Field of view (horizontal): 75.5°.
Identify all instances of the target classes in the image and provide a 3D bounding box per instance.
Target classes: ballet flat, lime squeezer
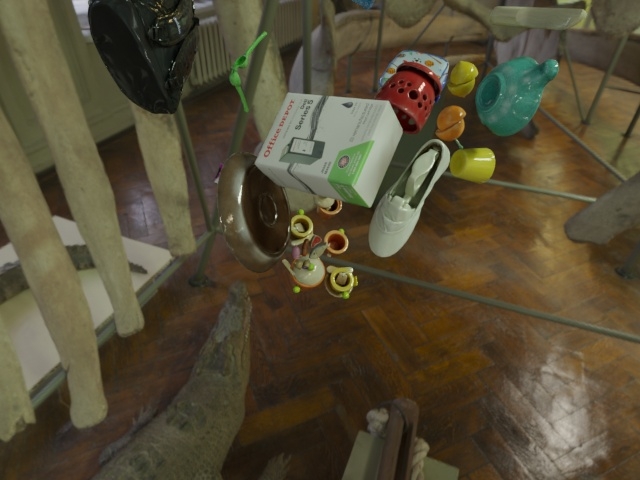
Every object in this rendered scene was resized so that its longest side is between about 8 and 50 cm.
[{"bbox_3d":[0.259,-0.139,1.250,0.139,0.139,0.400,30,86,32],"label":"ballet flat"},{"bbox_3d":[-0.292,-0.659,1.608,0.109,0.311,0.059,6,29,-27],"label":"lime squeezer"}]

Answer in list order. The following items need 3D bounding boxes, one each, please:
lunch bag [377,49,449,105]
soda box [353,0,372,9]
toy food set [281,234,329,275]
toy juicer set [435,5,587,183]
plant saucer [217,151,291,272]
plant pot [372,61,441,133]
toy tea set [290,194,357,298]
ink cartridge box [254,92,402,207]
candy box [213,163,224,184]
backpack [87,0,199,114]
[{"bbox_3d":[0.370,-0.620,1.637,0.243,0.115,0.303,23,61,15],"label":"lunch bag"},{"bbox_3d":[0.107,-0.940,1.524,0.210,0.067,0.071,31,39,-1],"label":"soda box"},{"bbox_3d":[-0.035,0.031,1.032,0.122,0.078,0.019,-43,33,-14],"label":"toy food set"},{"bbox_3d":[0.324,-0.283,0.752,0.089,0.329,0.209,2,49,-19],"label":"toy juicer set"},{"bbox_3d":[-0.149,-0.074,1.048,0.050,0.311,0.311,-8,33,23],"label":"plant saucer"},{"bbox_3d":[0.290,-0.479,1.377,0.191,0.191,0.174,29,87,31],"label":"plant pot"},{"bbox_3d":[0.000,0.000,1.175,0.199,0.124,0.336,-3,69,-14],"label":"toy tea set"},{"bbox_3d":[0.014,-0.209,0.928,0.272,0.115,0.198,17,79,32],"label":"ink cartridge box"},{"bbox_3d":[-0.245,-0.182,1.415,0.159,0.071,0.233,22,2,7],"label":"candy box"},{"bbox_3d":[-0.430,-0.537,1.055,0.273,0.290,0.356,7,51,14],"label":"backpack"}]
